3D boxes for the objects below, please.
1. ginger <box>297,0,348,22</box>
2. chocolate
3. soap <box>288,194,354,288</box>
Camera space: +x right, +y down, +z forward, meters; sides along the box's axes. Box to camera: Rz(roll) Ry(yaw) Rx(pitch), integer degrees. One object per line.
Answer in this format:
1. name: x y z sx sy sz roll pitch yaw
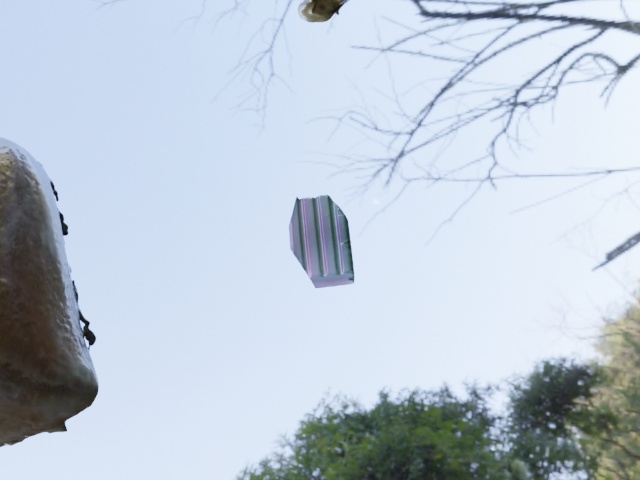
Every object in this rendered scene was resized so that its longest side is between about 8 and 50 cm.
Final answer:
1. ginger: 0.057 -0.306 0.583 0.270 0.219 0.123 -46 -24 -14
2. chocolate: -0.271 0.028 0.526 0.083 0.161 0.261 90 157 -70
3. soap: 0.000 0.000 1.166 0.056 0.100 0.149 79 -176 -68
